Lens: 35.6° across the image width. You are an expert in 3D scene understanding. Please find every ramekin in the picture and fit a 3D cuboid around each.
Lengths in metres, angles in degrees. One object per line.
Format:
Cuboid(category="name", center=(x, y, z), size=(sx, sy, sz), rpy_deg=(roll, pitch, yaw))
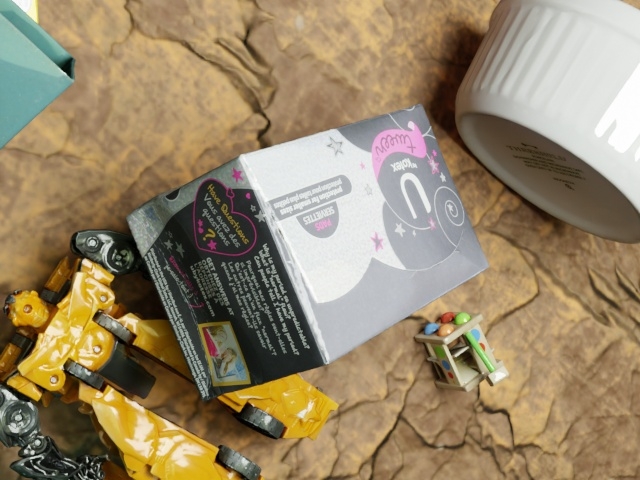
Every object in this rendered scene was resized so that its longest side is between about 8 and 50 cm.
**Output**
Cuboid(category="ramekin", center=(0.249, -0.107, 0.941), size=(0.273, 0.273, 0.127), rpy_deg=(37, 83, -22))

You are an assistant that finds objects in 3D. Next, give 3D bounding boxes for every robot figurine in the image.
Cuboid(category="robot figurine", center=(-0.135, 0.124, 0.816), size=(0.291, 0.085, 0.211), rpy_deg=(37, 71, -23))

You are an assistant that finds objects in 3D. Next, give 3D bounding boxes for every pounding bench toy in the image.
Cuboid(category="pounding bench toy", center=(0.142, 0.105, 0.967), size=(0.052, 0.083, 0.065), rpy_deg=(-30, 103, -26))

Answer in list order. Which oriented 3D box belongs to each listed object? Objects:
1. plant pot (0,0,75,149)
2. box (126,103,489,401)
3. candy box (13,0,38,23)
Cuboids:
Cuboid(category="plant pot", center=(-0.309, -0.091, 0.672), size=(0.234, 0.165, 0.166), rpy_deg=(-45, 110, 1))
Cuboid(category="box", center=(0.000, 0.000, 0.804), size=(0.247, 0.142, 0.163), rpy_deg=(-23, 90, -51))
Cuboid(category="candy box", center=(-0.273, -0.211, 0.768), size=(0.105, 0.027, 0.206), rpy_deg=(-4, 100, -25))
